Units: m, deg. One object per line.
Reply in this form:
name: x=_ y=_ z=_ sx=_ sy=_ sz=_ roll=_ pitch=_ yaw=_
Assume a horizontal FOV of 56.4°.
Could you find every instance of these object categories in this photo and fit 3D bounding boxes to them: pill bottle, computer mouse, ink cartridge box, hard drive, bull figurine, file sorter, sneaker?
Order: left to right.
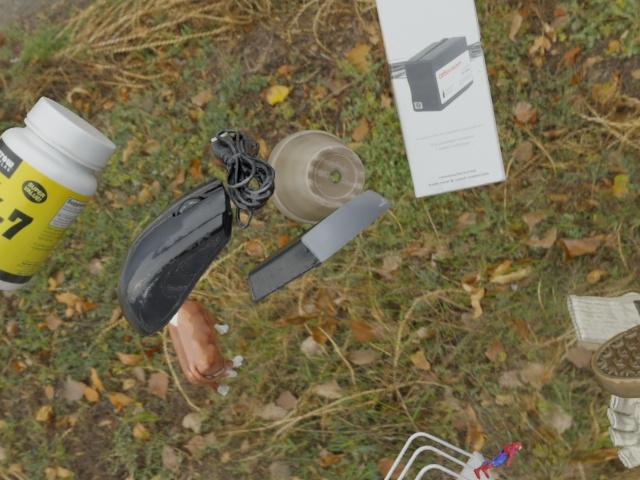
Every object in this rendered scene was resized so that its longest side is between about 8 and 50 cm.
pill bottle: x=-0.344 y=-0.056 z=0.704 sx=0.119 sy=0.119 sz=0.208 roll=38 pitch=92 yaw=30
computer mouse: x=-0.167 y=-0.010 z=0.700 sx=0.272 sy=0.072 sz=0.188 roll=-53 pitch=31 yaw=12
bull figurine: x=-0.285 y=0.214 z=1.386 sx=0.101 sy=0.188 sz=0.310 roll=-35 pitch=49 yaw=12
hard drive: x=0.000 y=0.000 z=0.950 sx=0.172 sy=0.255 sz=0.054 roll=-32 pitch=93 yaw=36
ink cartridge box: x=0.172 y=-0.239 z=0.882 sx=0.129 sy=0.223 sz=0.307 roll=-11 pitch=102 yaw=12
file sorter: x=0.240 y=0.543 z=1.187 sx=0.173 sy=0.277 sz=0.192 roll=27 pitch=100 yaw=-6
sneaker: x=0.319 y=0.095 z=0.467 sx=0.192 sy=0.086 sz=0.064 roll=-25 pitch=24 yaw=7

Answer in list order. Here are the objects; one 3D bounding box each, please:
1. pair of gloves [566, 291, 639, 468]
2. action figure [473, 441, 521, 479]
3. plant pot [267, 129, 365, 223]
pair of gloves: x=0.448 y=0.176 z=0.795 sx=0.204 sy=0.042 sz=0.240 roll=-1 pitch=56 yaw=-13
action figure: x=0.325 y=0.394 z=1.075 sx=0.115 sy=0.038 sz=0.030 roll=-23 pitch=74 yaw=-35
plant pot: x=0.008 y=-0.202 z=1.923 sx=0.323 sy=0.323 sz=0.280 roll=-53 pitch=18 yaw=-6
